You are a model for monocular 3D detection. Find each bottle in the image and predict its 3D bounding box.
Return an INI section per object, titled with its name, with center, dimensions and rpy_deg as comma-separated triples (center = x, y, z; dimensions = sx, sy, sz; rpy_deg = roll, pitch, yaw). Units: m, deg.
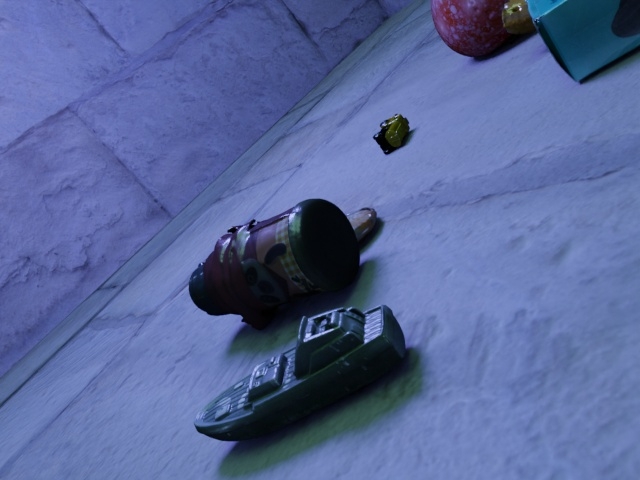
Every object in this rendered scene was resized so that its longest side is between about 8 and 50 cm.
[bottle]
center = -0.079, 0.046, 0.807
dimensions = 0.271, 0.143, 0.156
rpy_deg = -23, 69, 34

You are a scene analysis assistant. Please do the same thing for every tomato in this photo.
[tomato]
center = 0.366, -0.545, 1.195
dimensions = 0.270, 0.227, 0.270
rpy_deg = -37, 18, 15

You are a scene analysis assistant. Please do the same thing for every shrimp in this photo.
[shrimp]
center = 0.000, 0.000, 0.901
dimensions = 0.224, 0.047, 0.126
rpy_deg = -22, 20, 35

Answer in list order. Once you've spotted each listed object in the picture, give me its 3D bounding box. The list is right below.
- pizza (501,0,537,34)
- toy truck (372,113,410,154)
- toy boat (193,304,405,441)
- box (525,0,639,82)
[pizza]
center = 0.492, -0.587, 0.973
dimensions = 0.440, 0.130, 0.405
rpy_deg = -24, 53, 21
[toy truck]
center = 0.150, -0.223, 1.131
dimensions = 0.054, 0.049, 0.083
rpy_deg = -22, 26, 39
[toy boat]
center = -0.036, 0.141, 0.570
dimensions = 0.261, 0.085, 0.078
rpy_deg = -32, 20, 21
[box]
center = 0.464, -0.375, 0.772
dimensions = 0.312, 0.118, 0.205
rpy_deg = -28, 19, 29
